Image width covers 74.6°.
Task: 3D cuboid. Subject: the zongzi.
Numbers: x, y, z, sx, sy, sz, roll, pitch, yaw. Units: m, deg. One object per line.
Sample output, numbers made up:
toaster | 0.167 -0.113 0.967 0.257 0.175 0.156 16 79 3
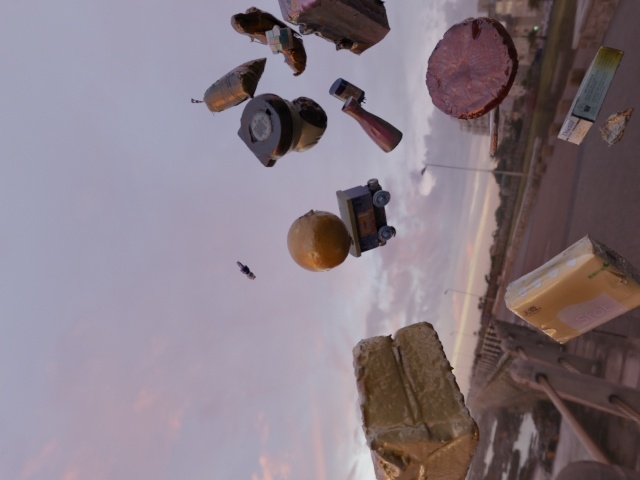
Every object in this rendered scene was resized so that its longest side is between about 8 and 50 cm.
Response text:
zongzi | -0.243 -0.433 1.165 0.081 0.189 0.178 54 -143 -35

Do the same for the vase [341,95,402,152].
vase | 0.167 -0.385 1.384 0.214 0.086 0.086 34 -118 -19

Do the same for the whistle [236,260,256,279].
whistle | -0.247 0.099 1.393 0.083 0.033 0.029 47 -134 -14

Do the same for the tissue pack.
tissue pack | 0.537 0.111 0.891 0.222 0.186 0.090 -48 14 37

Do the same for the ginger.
ginger | -0.161 -0.688 1.426 0.309 0.107 0.133 26 -93 -34

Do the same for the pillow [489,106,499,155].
pillow | 0.649 -0.424 1.567 0.135 0.034 0.211 69 -148 -51

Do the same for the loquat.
loquat | 0.000 0.000 0.903 0.141 0.141 0.141 12 -90 -67

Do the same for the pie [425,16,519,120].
pie | 0.235 -0.268 0.660 0.036 0.155 0.154 -16 -63 -45

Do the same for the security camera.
security camera | -0.095 -0.363 1.340 0.277 0.197 0.191 -19 -26 -51

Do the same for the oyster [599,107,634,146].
oyster | 0.831 -0.314 1.173 0.132 0.029 0.086 112 140 -88

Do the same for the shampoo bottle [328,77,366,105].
shampoo bottle | 0.128 -0.638 1.832 0.183 0.087 0.050 13 -135 -41

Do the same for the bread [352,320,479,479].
bread | 0.251 0.490 1.214 0.371 0.280 0.389 -99 -1 -48

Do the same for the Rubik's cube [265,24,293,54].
Rubik's cube | -0.136 -0.635 1.334 0.073 0.084 0.075 -26 -76 -29

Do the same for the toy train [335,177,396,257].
toy train | 0.178 -0.091 1.668 0.131 0.202 0.299 -126 19 -58

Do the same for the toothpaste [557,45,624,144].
toothpaste | 0.740 -0.399 1.147 0.312 0.071 0.089 -56 -19 -23

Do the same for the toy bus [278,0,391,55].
toy bus | 0.042 -0.555 1.024 0.317 0.138 0.112 -12 -92 -52
